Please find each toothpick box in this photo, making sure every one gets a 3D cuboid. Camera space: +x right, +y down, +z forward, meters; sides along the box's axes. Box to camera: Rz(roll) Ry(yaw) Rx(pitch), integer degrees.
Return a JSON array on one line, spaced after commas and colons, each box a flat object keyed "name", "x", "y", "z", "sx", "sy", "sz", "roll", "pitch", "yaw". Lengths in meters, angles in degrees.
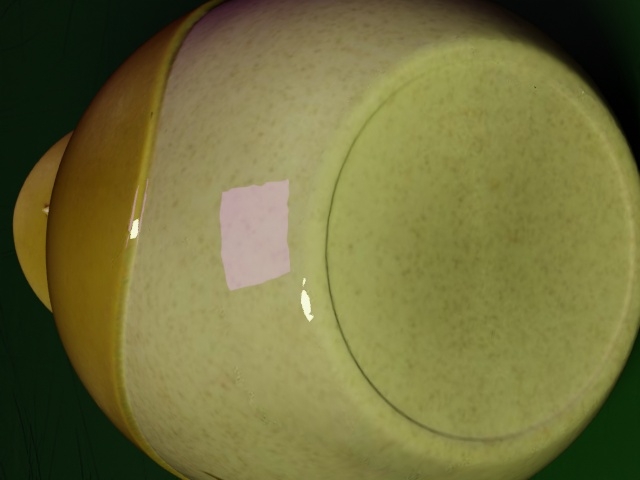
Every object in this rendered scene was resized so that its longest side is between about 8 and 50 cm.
[{"name": "toothpick box", "x": 0.000, "y": 0.000, "z": 1.419, "sx": 0.425, "sy": 0.409, "sz": 0.408, "roll": -1, "pitch": 83, "yaw": 58}]
